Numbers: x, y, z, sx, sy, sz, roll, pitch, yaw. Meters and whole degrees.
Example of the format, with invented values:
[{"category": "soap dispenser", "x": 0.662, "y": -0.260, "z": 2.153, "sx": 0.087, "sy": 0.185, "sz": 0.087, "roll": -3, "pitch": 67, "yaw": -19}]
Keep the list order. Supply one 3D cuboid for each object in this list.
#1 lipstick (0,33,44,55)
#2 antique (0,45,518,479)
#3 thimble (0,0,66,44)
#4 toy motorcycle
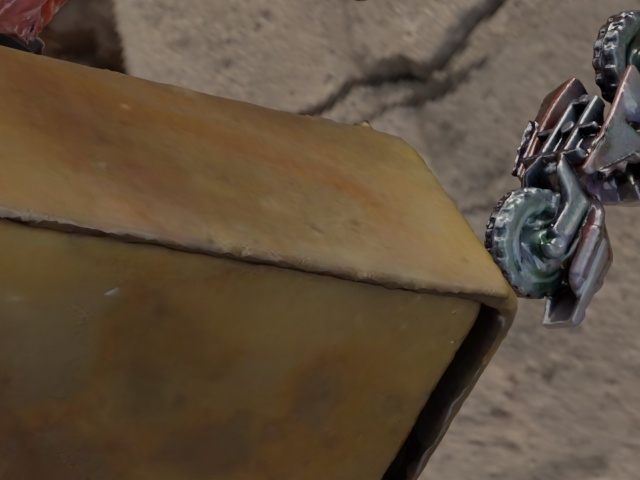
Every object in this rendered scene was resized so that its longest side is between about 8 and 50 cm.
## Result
[{"category": "lipstick", "x": -0.355, "y": -0.196, "z": 1.457, "sx": 0.300, "sy": 0.081, "sz": 0.081, "roll": 31, "pitch": 94, "yaw": -10}, {"category": "antique", "x": -0.103, "y": 0.004, "z": 0.484, "sx": 0.093, "sy": 0.310, "sz": 0.087, "roll": -61, "pitch": 37, "yaw": 26}, {"category": "thimble", "x": -0.208, "y": -0.250, "z": 1.355, "sx": 0.125, "sy": 0.163, "sz": 0.189, "roll": 35, "pitch": 106, "yaw": -2}, {"category": "toy motorcycle", "x": 0.174, "y": -0.035, "z": 1.137, "sx": 0.082, "sy": 0.122, "sz": 0.213, "roll": -12, "pitch": 39, "yaw": 55}]
